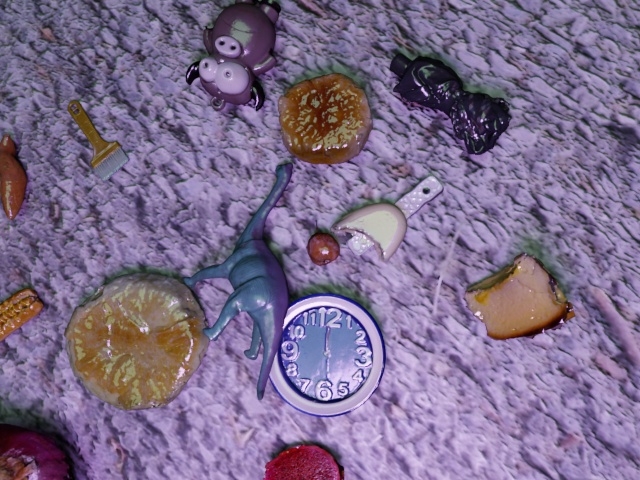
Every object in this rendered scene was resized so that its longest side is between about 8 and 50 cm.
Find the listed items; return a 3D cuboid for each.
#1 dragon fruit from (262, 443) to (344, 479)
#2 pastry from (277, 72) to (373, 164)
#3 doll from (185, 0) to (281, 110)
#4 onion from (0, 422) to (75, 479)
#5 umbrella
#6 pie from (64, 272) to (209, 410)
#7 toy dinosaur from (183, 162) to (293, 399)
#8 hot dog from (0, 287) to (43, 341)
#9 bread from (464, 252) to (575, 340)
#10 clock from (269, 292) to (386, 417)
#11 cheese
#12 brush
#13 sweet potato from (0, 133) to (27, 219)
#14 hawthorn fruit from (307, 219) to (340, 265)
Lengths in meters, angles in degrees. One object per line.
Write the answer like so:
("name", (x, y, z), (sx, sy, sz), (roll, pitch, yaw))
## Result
("dragon fruit", (-0.025, 0.473, 0.915), (0.153, 0.153, 0.110), (-3, 124, 8))
("pastry", (0.011, -0.245, 1.006), (0.193, 0.093, 0.182), (-10, 82, 11))
("doll", (-0.174, -0.399, 1.043), (0.182, 0.117, 0.257), (24, 83, 5))
("onion", (-0.641, 0.542, 0.905), (0.348, 0.348, 0.385), (35, 122, 11))
("umbrella", (0.254, -0.286, 0.978), (0.272, 0.110, 0.122), (41, 90, 16))
("pie", (-0.374, 0.207, 1.008), (0.307, 0.071, 0.306), (-1, 85, 8))
("toy dinosaur", (-0.087, 0.046, 0.929), (0.331, 0.129, 0.383), (-48, 49, 4))
("hot dog", (-0.687, 0.170, 1.070), (0.165, 0.045, 0.071), (-36, 81, 1))
("bread", (0.360, 0.102, 0.873), (0.169, 0.160, 0.140), (-30, 79, 3))
("clock", (0.012, 0.219, 0.949), (0.231, 0.083, 0.230), (-2, 80, 10))
("cheese", (0.146, -0.050, 0.982), (0.235, 0.050, 0.127), (-39, 78, -6))
("brush", (-0.522, -0.238, 1.123), (0.082, 0.010, 0.218), (-38, 78, 2))
("sweet potato", (-0.705, -0.144, 1.116), (0.055, 0.058, 0.202), (-30, 70, 46))
("hawthorn fruit", (0.000, 0.000, 0.992), (0.067, 0.067, 0.103), (-21, 69, 5))
